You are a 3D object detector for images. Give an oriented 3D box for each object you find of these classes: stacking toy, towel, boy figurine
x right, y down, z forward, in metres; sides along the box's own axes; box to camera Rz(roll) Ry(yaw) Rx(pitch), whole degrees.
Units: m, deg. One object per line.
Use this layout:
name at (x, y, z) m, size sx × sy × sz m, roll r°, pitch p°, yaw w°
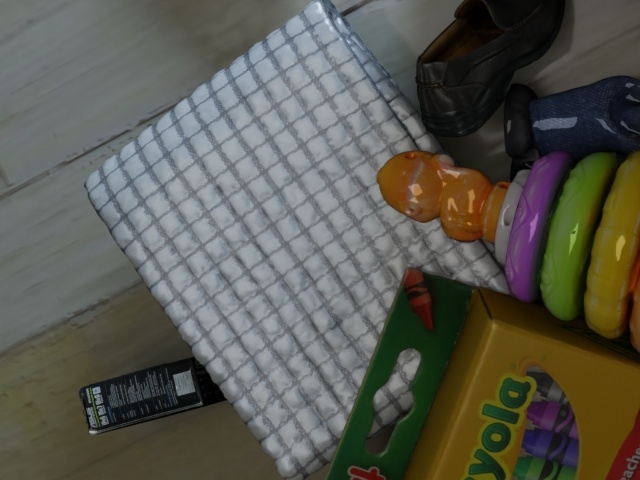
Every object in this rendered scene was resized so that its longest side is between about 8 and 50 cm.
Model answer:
stacking toy at (0.178, -0.003, 1.272) m, size 0.302 × 0.175 × 0.166 m, roll 15°, pitch 128°, yaw 16°
towel at (0.000, 0.000, 1.403) m, size 0.235 × 0.121 × 0.284 m, roll -36°, pitch 90°, yaw 7°
boy figurine at (0.271, -0.076, 1.335) m, size 0.285 × 0.092 × 0.177 m, roll -6°, pitch 113°, yaw 13°

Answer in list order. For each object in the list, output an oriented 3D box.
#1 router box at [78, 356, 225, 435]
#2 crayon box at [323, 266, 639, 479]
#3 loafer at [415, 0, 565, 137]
router box at (-0.115, 0.113, 1.440) m, size 0.092 × 0.122 × 0.038 m, roll -17°, pitch 85°, yaw 14°
crayon box at (0.176, 0.163, 1.329) m, size 0.318 × 0.081 × 0.202 m, roll 17°, pitch 105°, yaw -9°
loafer at (0.121, -0.148, 1.345) m, size 0.062 × 0.170 × 0.061 m, roll 8°, pitch 139°, yaw 34°
